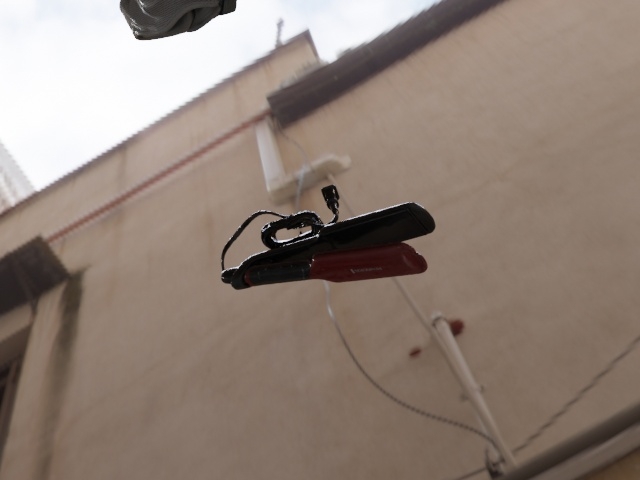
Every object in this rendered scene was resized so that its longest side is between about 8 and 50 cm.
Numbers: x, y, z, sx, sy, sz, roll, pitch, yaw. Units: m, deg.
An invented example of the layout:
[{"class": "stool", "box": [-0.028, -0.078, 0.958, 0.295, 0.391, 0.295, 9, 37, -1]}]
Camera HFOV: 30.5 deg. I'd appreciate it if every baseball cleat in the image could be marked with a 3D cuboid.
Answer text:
[{"class": "baseball cleat", "box": [-0.123, -0.180, 0.703, 0.072, 0.206, 0.109, -14, -60, -38]}]

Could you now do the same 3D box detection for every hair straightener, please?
[{"class": "hair straightener", "box": [0.000, 0.000, 1.007, 0.230, 0.089, 0.047, -14, -43, 40]}]
